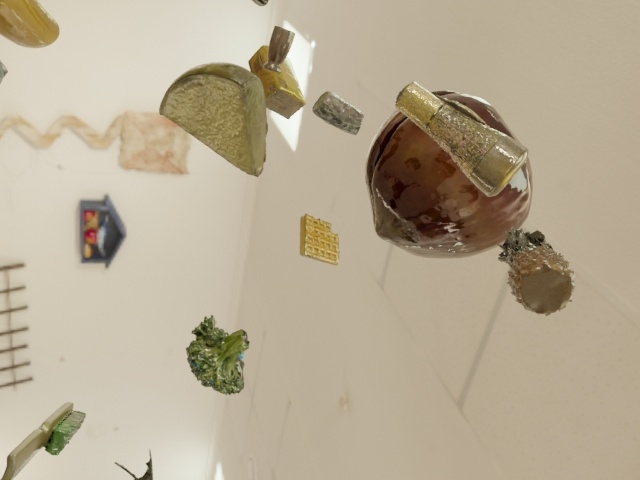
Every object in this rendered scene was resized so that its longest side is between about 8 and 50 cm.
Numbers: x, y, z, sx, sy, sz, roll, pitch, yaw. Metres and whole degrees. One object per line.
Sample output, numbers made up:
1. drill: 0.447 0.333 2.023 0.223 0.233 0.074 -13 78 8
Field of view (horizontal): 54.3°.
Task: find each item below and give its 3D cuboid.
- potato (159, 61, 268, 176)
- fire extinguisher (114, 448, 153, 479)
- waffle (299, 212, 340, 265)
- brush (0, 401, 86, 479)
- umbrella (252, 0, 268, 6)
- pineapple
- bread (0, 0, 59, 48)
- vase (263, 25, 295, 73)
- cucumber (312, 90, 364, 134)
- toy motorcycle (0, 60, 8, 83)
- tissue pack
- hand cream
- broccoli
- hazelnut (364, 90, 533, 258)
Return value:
1. potato: -0.187 -0.295 1.343 0.255 0.269 0.112 -40 -160 58
2. fire extinguisher: -0.313 0.404 0.802 0.093 0.294 0.118 1 -54 51
3. waffle: 0.000 0.000 1.304 0.021 0.135 0.092 -8 -103 30
4. brush: -0.397 0.294 0.901 0.054 0.048 0.282 -65 -174 -4
5. umbrella: -0.185 -0.579 1.370 0.071 0.248 0.071 -9 -107 30
6. pineapple: 0.246 0.026 0.734 0.159 0.074 0.074 -76 174 -71
7. bread: -0.598 -0.444 1.184 0.098 0.147 0.217 -61 169 -8
8. vase: -0.099 -0.447 1.469 0.101 0.053 0.053 -70 -156 12
9. cucumber: 0.042 -0.270 1.340 0.064 0.112 0.064 -50 -159 28
10. toy motorcycle: -0.401 -0.211 0.609 0.080 0.215 0.122 -49 -127 3
11. tissue pack: -0.116 -0.428 1.681 0.082 0.120 0.169 -35 -124 28
12. hand cream: 0.189 -0.151 0.879 0.203 0.084 0.084 40 -39 13
13. broccoli: -0.217 0.252 1.390 0.160 0.154 0.167 -30 -137 23
14. hazelnut: 0.319 -0.140 1.506 0.429 0.402 0.402 57 11 -47
